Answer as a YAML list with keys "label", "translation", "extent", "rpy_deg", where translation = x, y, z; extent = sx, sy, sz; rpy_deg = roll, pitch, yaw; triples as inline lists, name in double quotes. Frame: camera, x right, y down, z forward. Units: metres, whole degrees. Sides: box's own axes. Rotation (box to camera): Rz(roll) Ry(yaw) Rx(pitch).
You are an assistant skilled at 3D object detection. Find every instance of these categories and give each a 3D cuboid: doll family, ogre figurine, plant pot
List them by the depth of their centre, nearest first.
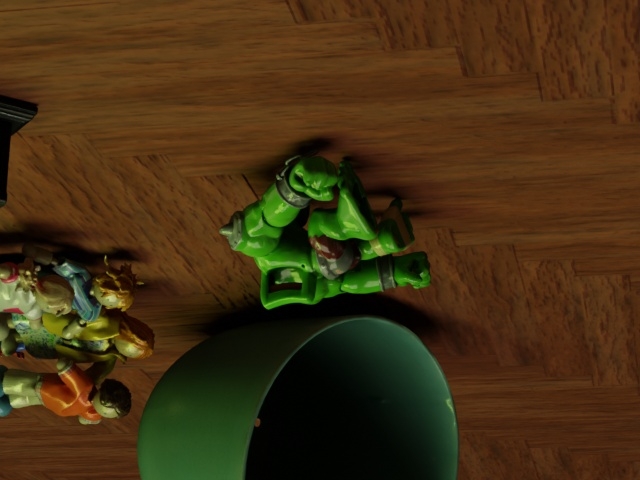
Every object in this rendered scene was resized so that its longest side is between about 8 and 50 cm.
- label: "ogre figurine"
  translation: [0.000, 0.000, 1.401]
  extent: [0.118, 0.097, 0.197]
  rpy_deg: [-20, 165, 21]
- label: "doll family"
  translation: [-0.242, 0.066, 1.608]
  extent: [0.163, 0.118, 0.263]
  rpy_deg: [2, 143, 16]
- label: "plant pot"
  translation: [-0.045, 0.213, 1.736]
  extent: [0.293, 0.293, 0.235]
  rpy_deg: [20, 168, -42]

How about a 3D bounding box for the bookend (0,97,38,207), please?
- label: "bookend"
  translation: [-0.293, -0.032, 1.231]
  extent: [0.156, 0.157, 0.072]
  rpy_deg: [14, 157, -31]

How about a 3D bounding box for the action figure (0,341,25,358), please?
- label: "action figure"
  translation: [-0.328, 0.111, 1.821]
  extent: [0.115, 0.030, 0.038]
  rpy_deg: [-12, 162, 36]
